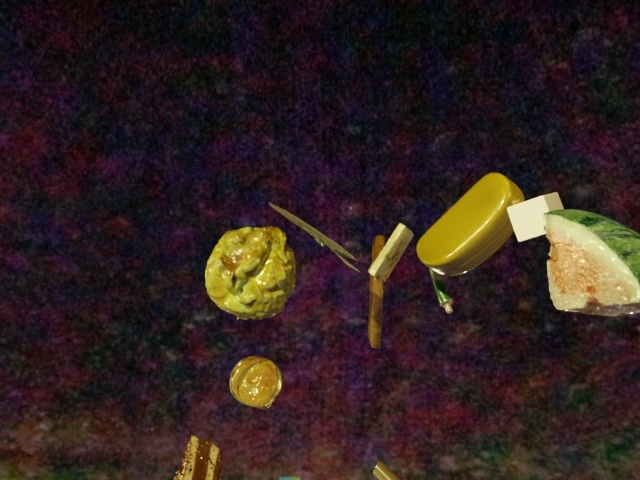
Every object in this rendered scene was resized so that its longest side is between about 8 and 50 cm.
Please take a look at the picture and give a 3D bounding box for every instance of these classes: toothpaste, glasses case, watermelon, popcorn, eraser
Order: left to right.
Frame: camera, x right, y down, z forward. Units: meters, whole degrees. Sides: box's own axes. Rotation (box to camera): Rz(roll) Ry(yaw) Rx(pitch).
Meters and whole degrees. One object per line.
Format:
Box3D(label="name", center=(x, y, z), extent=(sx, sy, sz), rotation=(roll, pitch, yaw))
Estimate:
Box3D(label="popcorn", center=(-0.211, 0.094, 1.722), extent=(0.281, 0.282, 0.247), rotation=(-11, 122, 19))
Box3D(label="toothpaste", center=(0.417, 0.141, 2.041), extent=(0.046, 0.248, 0.078), rotation=(-27, 147, 22))
Box3D(label="glasses case", center=(0.482, -0.032, 1.824), extent=(0.141, 0.173, 0.371), rotation=(28, 115, -37))
Box3D(label="eraser", center=(0.486, -0.057, 1.290), extent=(0.078, 0.076, 0.298), rotation=(-20, 176, 28))
Box3D(label="watermelon", center=(0.539, 0.079, 1.081), extent=(0.212, 0.262, 0.201), rotation=(9, 119, -24))

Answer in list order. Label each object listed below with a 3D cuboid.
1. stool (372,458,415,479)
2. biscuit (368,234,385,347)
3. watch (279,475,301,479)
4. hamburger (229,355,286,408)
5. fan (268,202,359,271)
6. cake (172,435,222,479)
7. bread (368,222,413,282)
Box3D(label="stool", center=(0.202, 0.831, 1.771), extent=(0.178, 0.272, 0.272), rotation=(24, 156, 17))
Box3D(label="biscuit", center=(0.173, 0.157, 1.777), extent=(0.046, 0.360, 0.359), rotation=(3, 151, 7))
Box3D(label="watch", center=(-0.154, 0.642, 1.224), extent=(0.274, 0.242, 0.305), rotation=(-6, 153, -5))
Box3D(label="hamburger", center=(-0.205, 0.470, 1.920), extent=(0.185, 0.177, 0.113), rotation=(-8, 161, -14))
Box3D(label="fan", center=(0.000, 0.001, 1.213), extent=(0.233, 0.012, 0.414), rotation=(30, -175, -19))
Box3D(label="cake", center=(-0.307, 0.616, 1.460), extent=(0.112, 0.246, 0.135), rotation=(35, 142, -18))
Box3D(label="bread", center=(0.179, 0.032, 1.457), extent=(0.028, 0.154, 0.068), rotation=(32, 178, 39))
